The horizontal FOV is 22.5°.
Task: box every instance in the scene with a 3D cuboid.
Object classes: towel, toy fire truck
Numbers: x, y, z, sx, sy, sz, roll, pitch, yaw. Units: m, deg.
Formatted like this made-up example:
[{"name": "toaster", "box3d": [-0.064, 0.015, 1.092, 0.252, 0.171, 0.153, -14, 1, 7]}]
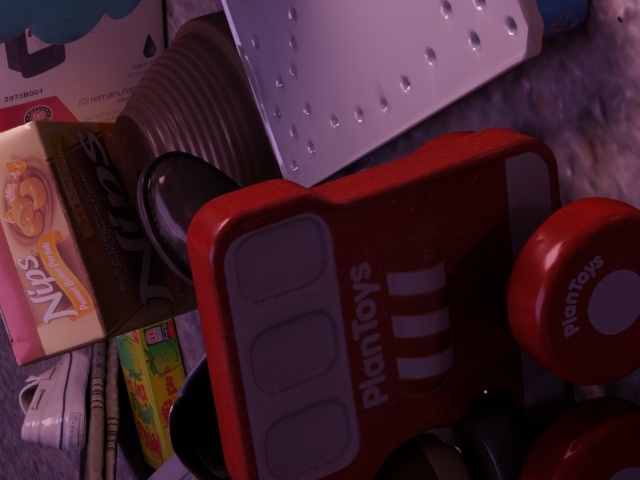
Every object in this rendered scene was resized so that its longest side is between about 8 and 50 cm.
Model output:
[{"name": "towel", "box3d": [-0.249, 0.273, 1.859, 0.312, 0.056, 0.324, 106, 166, -50]}, {"name": "toy fire truck", "box3d": [0.055, 0.087, 0.911, 0.169, 0.254, 0.302, 36, 138, 55]}]

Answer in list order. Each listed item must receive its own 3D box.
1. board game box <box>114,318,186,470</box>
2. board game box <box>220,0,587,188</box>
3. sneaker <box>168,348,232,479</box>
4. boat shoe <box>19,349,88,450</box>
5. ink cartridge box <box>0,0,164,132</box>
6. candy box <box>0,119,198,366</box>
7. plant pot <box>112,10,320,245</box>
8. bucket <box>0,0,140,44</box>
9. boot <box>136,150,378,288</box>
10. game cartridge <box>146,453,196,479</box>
[{"name": "board game box", "box3d": [-0.177, 0.164, 1.752, 0.092, 0.043, 0.181, 18, 122, 62]}, {"name": "board game box", "box3d": [0.002, -0.255, 1.045, 0.390, 0.050, 0.390, -27, 82, 67]}, {"name": "sneaker", "box3d": [-0.047, 0.130, 1.113, 0.131, 0.148, 0.350, 37, 147, 12]}, {"name": "boat shoe", "box3d": [-0.304, 0.174, 1.830, 0.226, 0.076, 0.083, -133, 48, -77]}, {"name": "ink cartridge box", "box3d": [-0.237, -0.215, 1.450, 0.100, 0.172, 0.237, 47, 146, 45]}, {"name": "candy box", "box3d": [-0.195, -0.006, 1.409, 0.316, 0.087, 0.183, -15, -94, -77]}, {"name": "plant pot", "box3d": [-0.100, -0.064, 1.335, 0.237, 0.110, 0.237, 44, 144, 47]}, {"name": "bucket", "box3d": [-0.206, -0.293, 1.093, 0.281, 0.281, 0.183, 63, 150, 21]}, {"name": "boot", "box3d": [0.000, 0.000, 1.135, 0.263, 0.091, 0.229, 44, 150, -1]}, {"name": "game cartridge", "box3d": [-0.136, 0.313, 1.617, 0.294, 0.060, 0.196, 134, 145, -54]}]
